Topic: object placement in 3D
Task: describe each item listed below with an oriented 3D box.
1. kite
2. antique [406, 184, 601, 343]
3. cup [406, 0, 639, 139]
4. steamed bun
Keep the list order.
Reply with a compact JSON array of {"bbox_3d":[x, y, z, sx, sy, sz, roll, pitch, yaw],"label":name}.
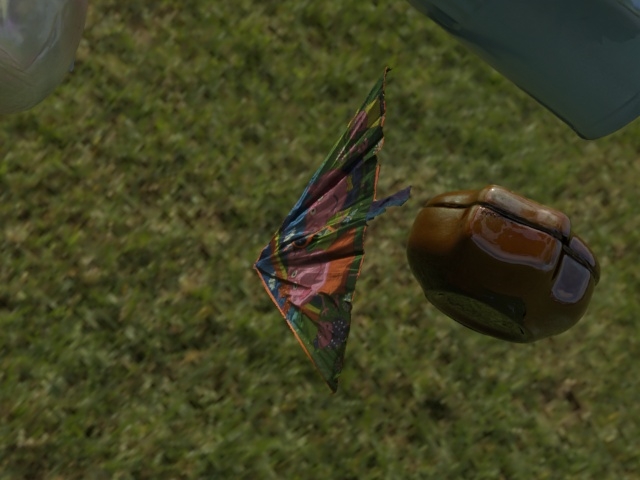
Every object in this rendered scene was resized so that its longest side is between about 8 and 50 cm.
[{"bbox_3d":[0.000,0.000,1.278,0.016,0.234,0.321,27,60,-30],"label":"kite"},{"bbox_3d":[0.207,0.031,1.650,0.223,0.278,0.129,24,77,2],"label":"antique"},{"bbox_3d":[0.138,-0.244,1.017,0.311,0.257,0.331,35,45,-8],"label":"cup"},{"bbox_3d":[-0.293,-0.204,1.352,0.152,0.238,0.170,30,69,-21],"label":"steamed bun"}]
